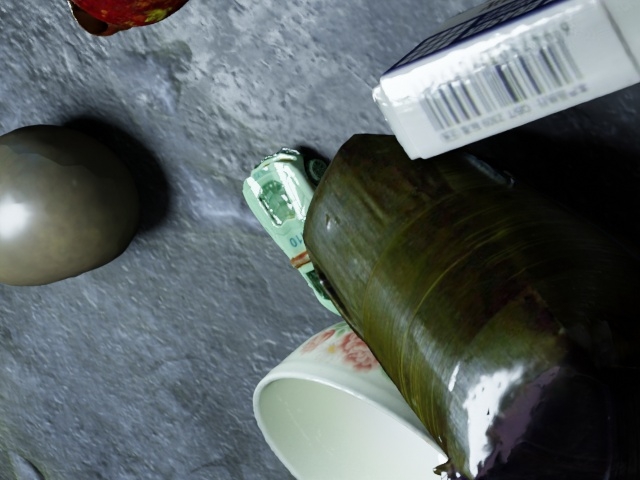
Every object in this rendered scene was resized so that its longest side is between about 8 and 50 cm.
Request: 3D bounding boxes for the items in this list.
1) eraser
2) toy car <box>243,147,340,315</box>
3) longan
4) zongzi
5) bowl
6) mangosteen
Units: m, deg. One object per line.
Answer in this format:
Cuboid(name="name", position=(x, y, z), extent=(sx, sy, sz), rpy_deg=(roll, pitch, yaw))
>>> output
Cuboid(name="eraser", position=(0.181, -0.153, 1.247), extent=(0.279, 0.124, 0.081), rpy_deg=(-19, 108, 42))
Cuboid(name="toy car", position=(0.000, 0.000, 1.527), extent=(0.093, 0.058, 0.186), rpy_deg=(-29, 100, 42))
Cuboid(name="longan", position=(-0.274, -0.034, 1.626), extent=(0.189, 0.189, 0.189), rpy_deg=(18, 128, 25))
Cuboid(name="zongzi", position=(0.227, 0.064, 1.361), extent=(0.403, 0.432, 0.208), rpy_deg=(51, 126, 49))
Cuboid(name="bowl", position=(0.086, 0.170, 1.498), extent=(0.277, 0.145, 0.277), rpy_deg=(28, 152, 16))
Cuboid(name="mangosteen", position=(-0.186, -0.264, 1.423), extent=(0.181, 0.156, 0.146), rpy_deg=(19, 174, 41))
